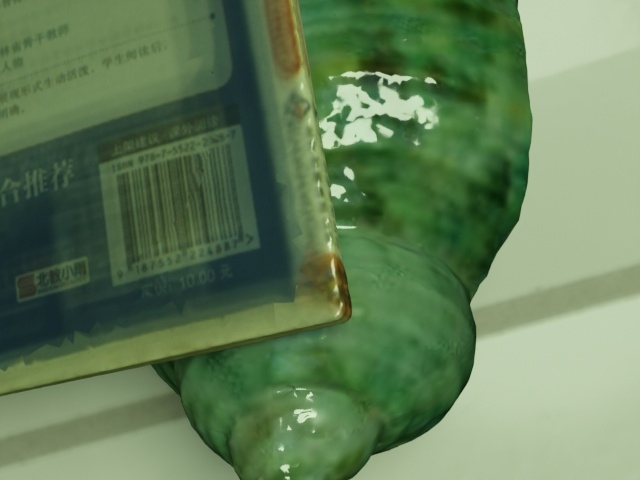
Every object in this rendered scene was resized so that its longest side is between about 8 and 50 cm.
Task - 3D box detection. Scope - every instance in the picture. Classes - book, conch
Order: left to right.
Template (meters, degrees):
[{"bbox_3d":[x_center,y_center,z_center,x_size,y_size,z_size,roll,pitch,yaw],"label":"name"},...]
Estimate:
[{"bbox_3d":[-0.120,-0.104,0.375,0.228,0.018,0.322,-13,75,17],"label":"book"},{"bbox_3d":[-0.002,-0.003,0.383,0.176,0.122,0.188,-15,77,29],"label":"conch"}]
